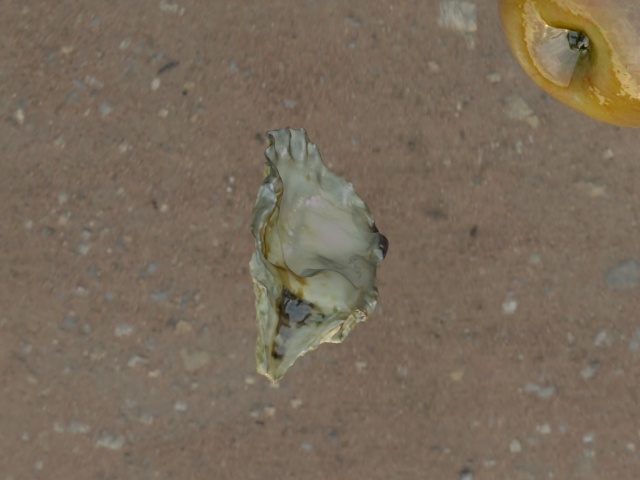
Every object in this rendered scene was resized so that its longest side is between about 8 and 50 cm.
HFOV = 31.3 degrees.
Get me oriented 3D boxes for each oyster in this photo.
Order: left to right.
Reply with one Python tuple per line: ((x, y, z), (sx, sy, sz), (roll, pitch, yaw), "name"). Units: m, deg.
((0.000, 0.000, 0.613), (0.121, 0.146, 0.045), (-1, 148, -41), "oyster")

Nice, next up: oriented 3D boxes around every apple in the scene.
((0.439, -0.345, 1.627), (0.333, 0.400, 0.400), (-43, 112, -3), "apple")
